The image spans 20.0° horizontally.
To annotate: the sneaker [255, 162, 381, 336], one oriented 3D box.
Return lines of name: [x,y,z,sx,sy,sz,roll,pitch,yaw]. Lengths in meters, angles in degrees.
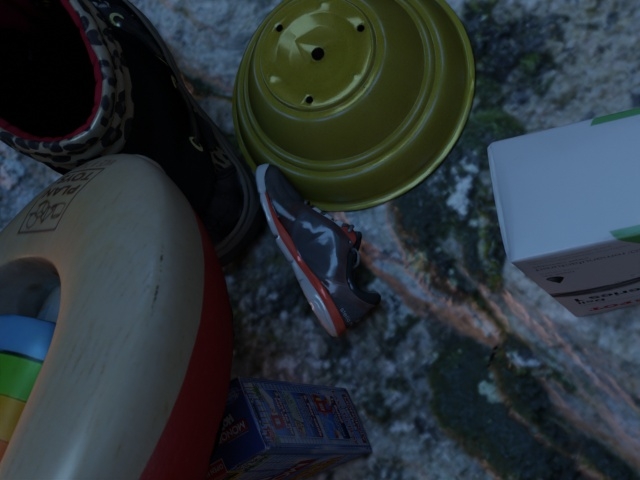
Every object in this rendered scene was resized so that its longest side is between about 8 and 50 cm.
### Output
sneaker: [0.000,0.000,1.479,0.065,0.061,0.158,-28,76,0]

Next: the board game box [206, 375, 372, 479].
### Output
board game box: [-0.060,0.165,1.393,0.194,0.194,0.060,-33,70,31]

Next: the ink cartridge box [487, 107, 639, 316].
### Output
ink cartridge box: [0.228,-0.020,1.305,0.160,0.219,0.092,-13,73,18]

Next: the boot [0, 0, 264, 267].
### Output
boot: [-0.220,-0.150,1.474,0.138,0.284,0.377,-41,65,5]

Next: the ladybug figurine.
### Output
ladybug figurine: [-0.185,0.147,1.236,0.305,0.162,0.449,-4,57,53]

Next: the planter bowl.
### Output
planter bowl: [0.011,-0.140,1.494,0.217,0.090,0.217,-6,71,19]
